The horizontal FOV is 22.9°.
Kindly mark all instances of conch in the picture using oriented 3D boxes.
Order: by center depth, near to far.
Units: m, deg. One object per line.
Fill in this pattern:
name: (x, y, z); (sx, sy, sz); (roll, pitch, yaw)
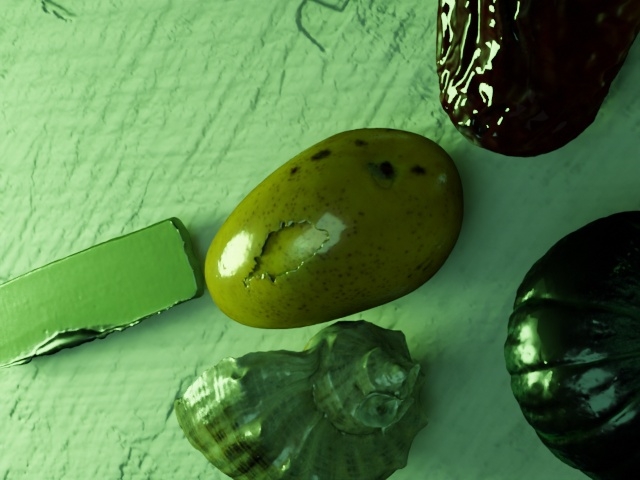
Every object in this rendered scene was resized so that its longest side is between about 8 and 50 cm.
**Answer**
conch: (-0.014, 0.188, 1.545); (0.291, 0.210, 0.159); (-43, 64, 41)

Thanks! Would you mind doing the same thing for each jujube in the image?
jujube: (0.202, -0.237, 1.358); (0.216, 0.216, 0.342); (26, 118, 19)

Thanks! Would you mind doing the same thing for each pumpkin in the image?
pumpkin: (0.270, 0.102, 1.390); (0.248, 0.248, 0.248); (6, 103, 25)

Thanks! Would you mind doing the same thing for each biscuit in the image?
biscuit: (-0.263, 0.065, 1.726); (0.322, 0.038, 0.099); (-21, 88, 29)

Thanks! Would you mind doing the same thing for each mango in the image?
mango: (0.000, 0.000, 1.506); (0.290, 0.191, 0.160); (-29, 80, 33)
